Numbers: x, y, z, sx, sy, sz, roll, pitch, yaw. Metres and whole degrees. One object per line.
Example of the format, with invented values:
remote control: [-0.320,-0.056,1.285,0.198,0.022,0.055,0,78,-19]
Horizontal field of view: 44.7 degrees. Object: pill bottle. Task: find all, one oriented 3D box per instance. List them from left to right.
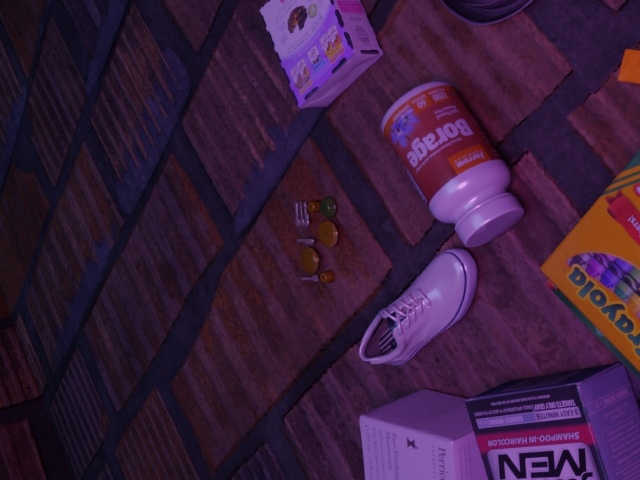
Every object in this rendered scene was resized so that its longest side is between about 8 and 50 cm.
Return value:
pill bottle: [0.184,-0.103,1.072,0.121,0.121,0.216,-50,61,43]

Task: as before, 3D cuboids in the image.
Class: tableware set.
tableware set: [0.000,0.000,1.389,0.104,0.024,0.154,-1,96,47]

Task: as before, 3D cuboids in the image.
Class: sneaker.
sneaker: [0.145,0.114,1.183,0.094,0.091,0.258,54,133,28]

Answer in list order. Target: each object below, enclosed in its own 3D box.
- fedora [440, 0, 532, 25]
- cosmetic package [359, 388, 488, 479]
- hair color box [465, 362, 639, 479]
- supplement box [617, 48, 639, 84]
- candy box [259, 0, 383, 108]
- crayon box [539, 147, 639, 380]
fedora: [0.198,-0.417,0.987,0.244,0.124,0.275,39,126,38]
cosmetic package: [0.177,0.322,1.142,0.184,0.151,0.151,1,99,50]
hair color box: [0.338,0.361,0.991,0.185,0.114,0.374,-24,80,49]
supplement box: [0.377,-0.182,0.844,0.062,0.098,0.036,26,113,45]
candy box: [-0.003,-0.345,1.282,0.165,0.070,0.196,-35,71,48]
crayon box: [0.391,0.024,0.870,0.202,0.081,0.318,49,133,25]
